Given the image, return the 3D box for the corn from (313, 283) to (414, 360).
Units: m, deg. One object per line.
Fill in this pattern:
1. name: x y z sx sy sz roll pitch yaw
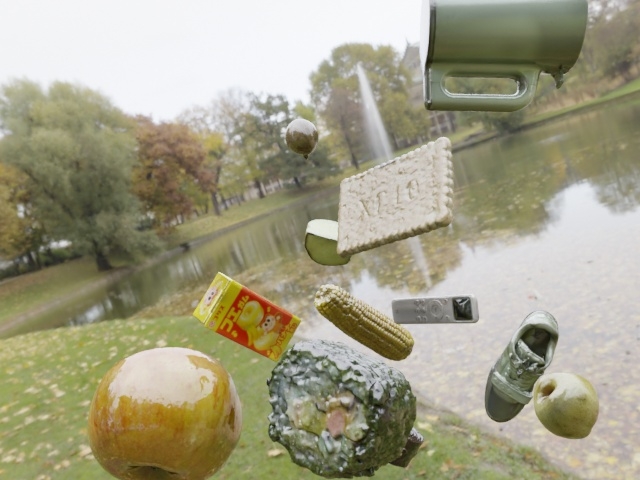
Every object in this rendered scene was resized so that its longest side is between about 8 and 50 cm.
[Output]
1. corn: 0.134 0.249 1.766 0.120 0.363 0.120 -46 21 23

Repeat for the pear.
1. pear: 0.625 0.415 1.509 0.136 0.167 0.167 25 0 -5

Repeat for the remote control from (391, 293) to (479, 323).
1. remote control: 0.264 0.166 1.409 0.029 0.067 0.261 -4 -4 -39

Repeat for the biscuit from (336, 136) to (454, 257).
1. biscuit: 0.161 -0.088 1.332 0.044 0.217 0.325 22 -30 -38

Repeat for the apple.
1. apple: -0.401 0.477 1.563 0.400 0.333 0.400 -10 -37 -8

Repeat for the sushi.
1. sushi: 0.035 0.405 1.414 0.352 0.294 0.178 16 4 40

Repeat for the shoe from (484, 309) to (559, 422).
1. shoe: 0.458 0.297 1.370 0.109 0.293 0.149 26 5 19

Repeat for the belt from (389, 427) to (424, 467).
1. belt: 0.202 0.665 2.036 0.164 0.289 0.184 -57 10 9

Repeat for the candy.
1. candy: -0.198 0.214 1.637 0.088 0.276 0.146 24 82 53

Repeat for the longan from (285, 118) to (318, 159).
1. longan: -0.049 -0.279 1.637 0.092 0.113 0.113 -16 5 -12

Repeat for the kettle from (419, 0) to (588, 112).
1. kettle: 0.177 -0.204 0.602 0.148 0.127 0.098 -1 29 2

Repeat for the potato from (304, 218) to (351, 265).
1. potato: 0.000 0.000 1.539 0.149 0.081 0.120 14 23 -28
